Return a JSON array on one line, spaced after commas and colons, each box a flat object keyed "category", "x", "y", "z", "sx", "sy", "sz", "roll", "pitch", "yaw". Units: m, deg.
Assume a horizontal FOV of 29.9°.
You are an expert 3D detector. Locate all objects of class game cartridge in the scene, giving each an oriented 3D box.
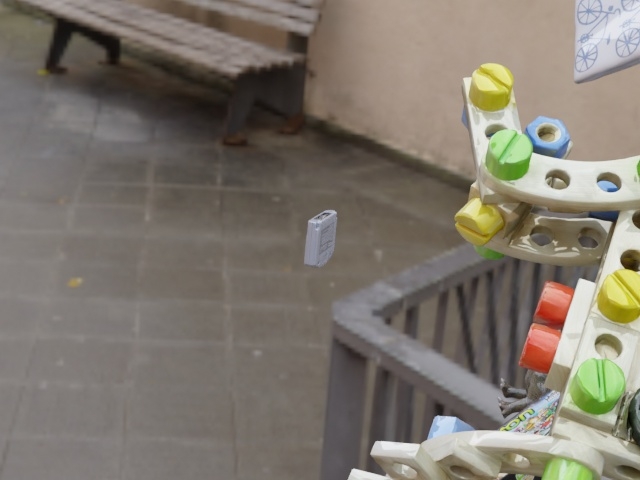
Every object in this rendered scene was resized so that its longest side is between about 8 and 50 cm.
[{"category": "game cartridge", "x": 0.000, "y": 0.000, "z": 1.294, "sx": 0.017, "sy": 0.056, "sz": 0.083, "roll": 5, "pitch": 11, "yaw": 14}]

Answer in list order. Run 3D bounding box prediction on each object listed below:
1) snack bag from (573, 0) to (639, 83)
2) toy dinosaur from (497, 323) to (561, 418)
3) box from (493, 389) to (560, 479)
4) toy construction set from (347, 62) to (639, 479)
[{"category": "snack bag", "x": 0.398, "y": -0.336, "z": 1.177, "sx": 0.037, "sy": 0.323, "sz": 0.342, "roll": 23, "pitch": -24, "yaw": -40}, {"category": "toy dinosaur", "x": 0.375, "y": 0.266, "z": 1.858, "sx": 0.160, "sy": 0.313, "sz": 0.121, "roll": -22, "pitch": -3, "yaw": 16}, {"category": "box", "x": 0.235, "y": 0.232, "z": 1.340, "sx": 0.207, "sy": 0.036, "sz": 0.114, "roll": -37, "pitch": 11, "yaw": 0}, {"category": "toy construction set", "x": 0.147, "y": 0.053, "z": 0.779, "sx": 0.215, "sy": 0.327, "sz": 0.151, "roll": 19, "pitch": -17, "yaw": 10}]
